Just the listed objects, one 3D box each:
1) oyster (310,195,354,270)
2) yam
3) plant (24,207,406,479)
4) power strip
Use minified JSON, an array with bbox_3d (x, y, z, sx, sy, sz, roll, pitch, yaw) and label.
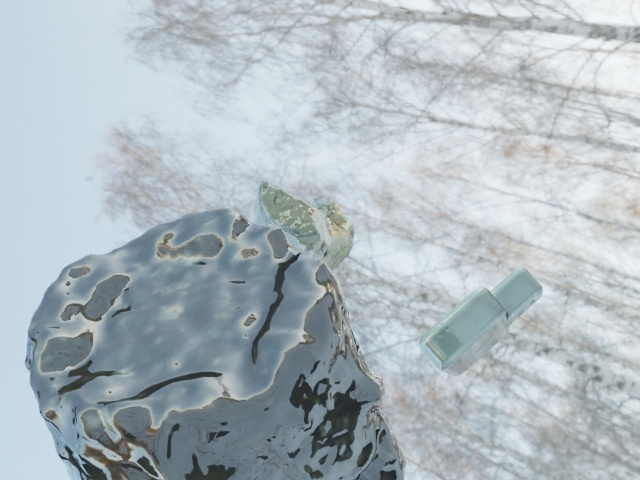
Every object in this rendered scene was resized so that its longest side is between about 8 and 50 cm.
[{"bbox_3d":[0.002,0.005,1.492,0.166,0.110,0.341,-60,4,0],"label":"oyster"},{"bbox_3d":[-0.038,-0.002,0.951,0.106,0.106,0.259,-45,-9,-23],"label":"yam"},{"bbox_3d":[-0.061,0.129,0.492,0.188,0.199,0.276,-34,-44,-21],"label":"plant"},{"bbox_3d":[0.245,0.119,1.165,0.193,0.059,0.265,-42,-19,3],"label":"power strip"}]
